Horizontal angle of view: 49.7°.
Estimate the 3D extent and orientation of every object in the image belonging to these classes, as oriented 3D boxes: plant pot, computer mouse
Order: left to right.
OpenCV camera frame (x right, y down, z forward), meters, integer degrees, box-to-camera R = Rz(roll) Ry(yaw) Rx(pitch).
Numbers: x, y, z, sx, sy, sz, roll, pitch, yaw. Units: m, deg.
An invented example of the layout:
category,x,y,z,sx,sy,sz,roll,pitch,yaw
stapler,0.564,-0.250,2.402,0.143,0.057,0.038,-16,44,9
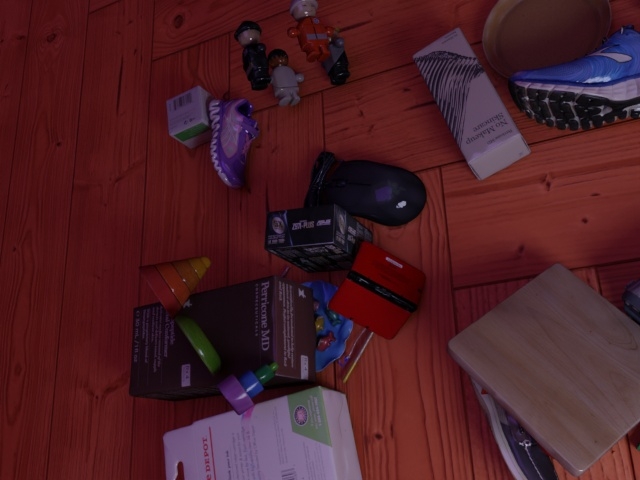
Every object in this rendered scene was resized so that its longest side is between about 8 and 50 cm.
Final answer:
category,x,y,z,sx,sy,sz,roll,pitch,yaw
computer mouse,0.077,-0.096,1.387,0.272,0.072,0.189,7,76,30
plant pot,0.431,-0.401,1.323,0.236,0.032,0.236,-9,69,25

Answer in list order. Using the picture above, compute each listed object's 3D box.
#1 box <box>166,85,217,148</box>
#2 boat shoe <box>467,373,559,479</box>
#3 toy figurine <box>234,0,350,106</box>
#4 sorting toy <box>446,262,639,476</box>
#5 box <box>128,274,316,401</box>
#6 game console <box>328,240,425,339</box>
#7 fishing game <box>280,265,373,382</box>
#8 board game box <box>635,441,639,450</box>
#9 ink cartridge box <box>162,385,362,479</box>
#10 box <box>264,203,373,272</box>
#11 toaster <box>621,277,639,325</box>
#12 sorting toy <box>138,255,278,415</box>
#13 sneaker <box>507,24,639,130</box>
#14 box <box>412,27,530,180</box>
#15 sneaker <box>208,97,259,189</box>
category,x,y,z,sx,sy,sz,roll,pitch,yaw
box,-0.300,-0.292,1.646,0.101,0.087,0.102,-19,66,22
boat shoe,0.325,0.289,1.109,0.092,0.103,0.285,-34,55,20
toy figurine,-0.056,-0.404,1.480,0.213,0.209,0.148,-21,76,21
sorting toy,0.369,0.199,1.062,0.255,0.089,0.257,-31,56,-22
box,-0.200,0.205,1.375,0.381,0.143,0.191,-14,67,29
game console,0.106,0.093,1.293,0.085,0.144,0.124,-48,16,55
fishing game,-0.023,0.167,1.373,0.264,0.041,0.189,34,88,33
board game box,0.609,0.320,0.987,0.259,0.030,0.136,33,93,32
ink cartridge box,-0.113,0.418,1.288,0.353,0.119,0.207,-20,66,20
box,0.000,0.000,1.331,0.147,0.180,0.078,-5,71,27
toaster,0.574,0.109,1.018,0.146,0.129,0.227,-46,57,5
sorting toy,-0.195,0.145,1.265,0.126,0.127,0.365,-34,56,-14
sneaker,0.498,-0.286,1.206,0.329,0.130,0.147,1,68,20
box,0.284,-0.262,1.317,0.113,0.094,0.275,-31,61,16
sneaker,-0.188,-0.230,1.568,0.104,0.095,0.237,-15,66,15
